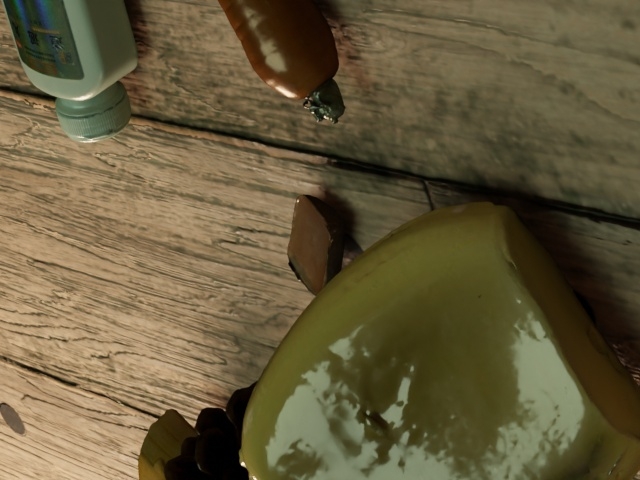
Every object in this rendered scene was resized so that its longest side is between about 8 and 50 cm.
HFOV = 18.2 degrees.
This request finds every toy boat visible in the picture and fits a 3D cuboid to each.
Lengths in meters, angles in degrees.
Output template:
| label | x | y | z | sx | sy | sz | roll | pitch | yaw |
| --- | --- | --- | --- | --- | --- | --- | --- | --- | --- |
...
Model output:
| label | x | y | z | sx | sy | sz | roll | pitch | yaw |
| --- | --- | --- | --- | --- | --- | --- | --- | --- | --- |
| toy boat | -0.118 | 0.300 | 2.085 | 0.089 | 0.115 | 0.310 | 35 | 142 | 44 |

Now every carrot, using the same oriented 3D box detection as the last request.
| label | x | y | z | sx | sy | sz | roll | pitch | yaw |
| --- | --- | --- | --- | --- | --- | --- | --- | --- | --- |
| carrot | -0.077 | -0.233 | 1.553 | 0.336 | 0.069 | 0.069 | 57 | 148 | -1 |

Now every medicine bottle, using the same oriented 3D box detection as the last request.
| label | x | y | z | sx | sy | sz | roll | pitch | yaw |
| --- | --- | --- | --- | --- | --- | --- | --- | --- | --- |
| medicine bottle | -0.223 | -0.197 | 1.758 | 0.121 | 0.083 | 0.228 | 19 | 136 | 38 |

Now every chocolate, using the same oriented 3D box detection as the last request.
| label | x | y | z | sx | sy | sz | roll | pitch | yaw |
| --- | --- | --- | --- | --- | --- | --- | --- | --- | --- |
| chocolate | 0.000 | 0.000 | 1.714 | 0.064 | 0.031 | 0.100 | 49 | 150 | 31 |

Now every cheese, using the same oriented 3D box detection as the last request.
| label | x | y | z | sx | sy | sz | roll | pitch | yaw |
| --- | --- | --- | --- | --- | --- | --- | --- | --- | --- |
| cheese | 0.075 | 0.132 | 1.541 | 0.316 | 0.128 | 0.259 | -31 | 86 | 24 |

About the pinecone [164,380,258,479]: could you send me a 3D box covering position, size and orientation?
| label | x | y | z | sx | sy | sz | roll | pitch | yaw |
| --- | --- | --- | --- | --- | --- | --- | --- | --- | --- |
| pinecone | 0.007 | 0.224 | 1.740 | 0.292 | 0.246 | 0.246 | -25 | 101 | 39 |
